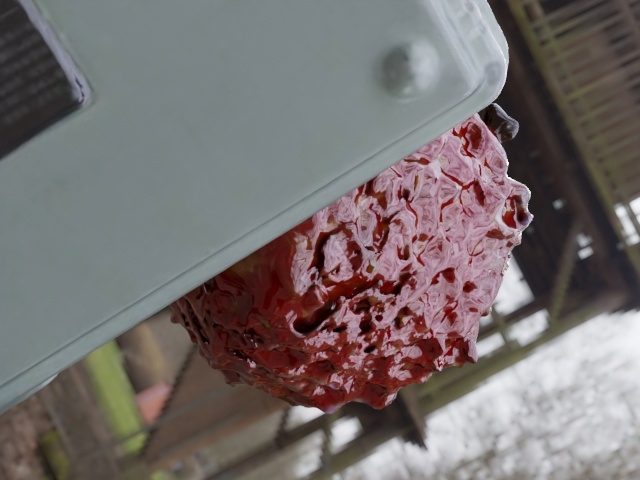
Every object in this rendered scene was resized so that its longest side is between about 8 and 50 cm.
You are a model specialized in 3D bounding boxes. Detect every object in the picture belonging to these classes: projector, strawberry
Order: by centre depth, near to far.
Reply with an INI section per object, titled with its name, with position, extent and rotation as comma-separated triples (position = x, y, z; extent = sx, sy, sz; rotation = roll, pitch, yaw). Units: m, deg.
[projector]
position = -0.099, -0.059, 0.459
extent = 0.192, 0.257, 0.099
rotation = 58, 2, -26
[strawberry]
position = 0.000, 0.000, 0.908
extent = 0.234, 0.234, 0.178
rotation = 64, 13, -3
